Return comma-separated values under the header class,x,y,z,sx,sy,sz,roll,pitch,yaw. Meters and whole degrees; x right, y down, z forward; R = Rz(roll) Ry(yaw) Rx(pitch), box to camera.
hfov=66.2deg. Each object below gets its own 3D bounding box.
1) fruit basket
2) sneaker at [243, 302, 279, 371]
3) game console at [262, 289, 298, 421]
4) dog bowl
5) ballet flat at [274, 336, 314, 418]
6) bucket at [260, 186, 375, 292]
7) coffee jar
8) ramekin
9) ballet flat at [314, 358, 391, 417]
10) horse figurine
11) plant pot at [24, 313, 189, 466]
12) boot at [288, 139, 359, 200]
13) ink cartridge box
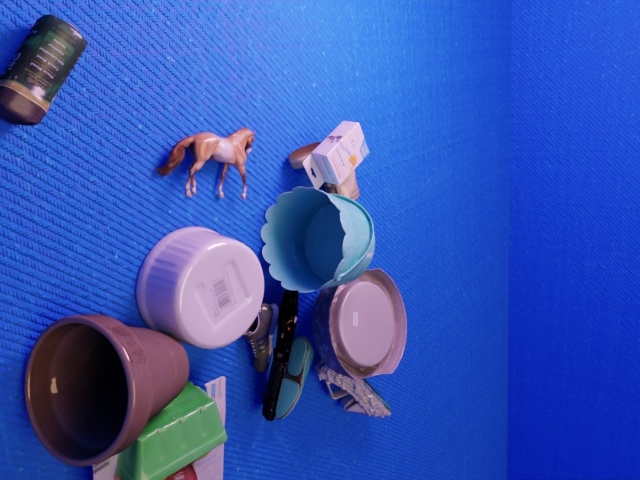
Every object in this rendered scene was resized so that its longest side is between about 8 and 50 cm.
class,x,y,z,sx,sy,sz,roll,pitch,yaw
fruit basket,-0.355,0.510,1.109,0.327,0.165,0.353,-17,125,-46
sneaker,-0.173,0.258,1.314,0.086,0.064,0.192,8,96,-35
game console,-0.109,0.309,1.328,0.213,0.044,0.361,-94,-164,-70
dog bowl,0.117,0.251,1.479,0.349,0.102,0.348,12,73,-43
ballet flat,-0.073,0.404,1.439,0.087,0.083,0.247,34,73,-62
bucket,0.000,0.000,1.305,0.183,0.281,0.281,5,94,-55
coffee jar,-0.476,-0.280,0.823,0.079,0.096,0.184,36,70,-43
ramekin,-0.259,0.112,1.121,0.277,0.135,0.277,-13,107,-48
ballet flat,0.100,0.492,1.642,0.147,0.147,0.409,-56,131,-26
horse figurine,-0.246,-0.186,1.133,0.263,0.066,0.174,-2,105,-51
plant pot,-0.382,0.262,0.951,0.229,0.263,0.263,3,95,-67
boot,0.020,-0.184,1.423,0.262,0.095,0.203,-28,119,-46
ink cartridge box,0.045,-0.224,1.318,0.181,0.062,0.104,-49,134,-22
